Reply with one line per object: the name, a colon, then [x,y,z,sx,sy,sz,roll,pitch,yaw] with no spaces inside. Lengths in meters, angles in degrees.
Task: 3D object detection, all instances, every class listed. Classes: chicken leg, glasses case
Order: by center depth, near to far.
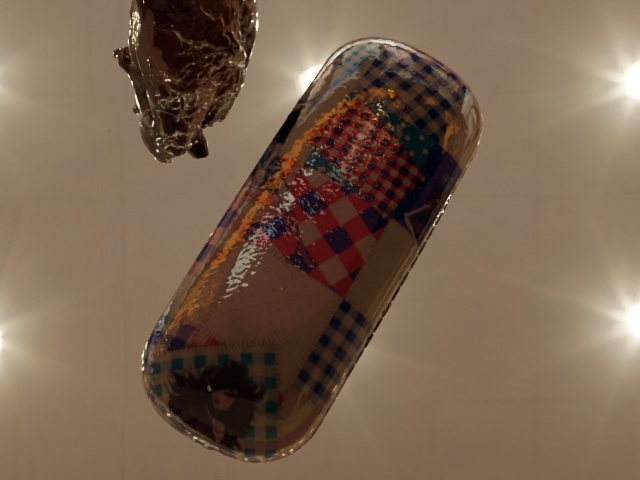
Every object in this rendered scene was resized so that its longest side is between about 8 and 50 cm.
glasses case: [0.000,0.000,1.232,0.125,0.076,0.327,30,-116,2]
chicken leg: [-0.097,-0.189,1.292,0.095,0.407,0.158,-15,-126,-11]
